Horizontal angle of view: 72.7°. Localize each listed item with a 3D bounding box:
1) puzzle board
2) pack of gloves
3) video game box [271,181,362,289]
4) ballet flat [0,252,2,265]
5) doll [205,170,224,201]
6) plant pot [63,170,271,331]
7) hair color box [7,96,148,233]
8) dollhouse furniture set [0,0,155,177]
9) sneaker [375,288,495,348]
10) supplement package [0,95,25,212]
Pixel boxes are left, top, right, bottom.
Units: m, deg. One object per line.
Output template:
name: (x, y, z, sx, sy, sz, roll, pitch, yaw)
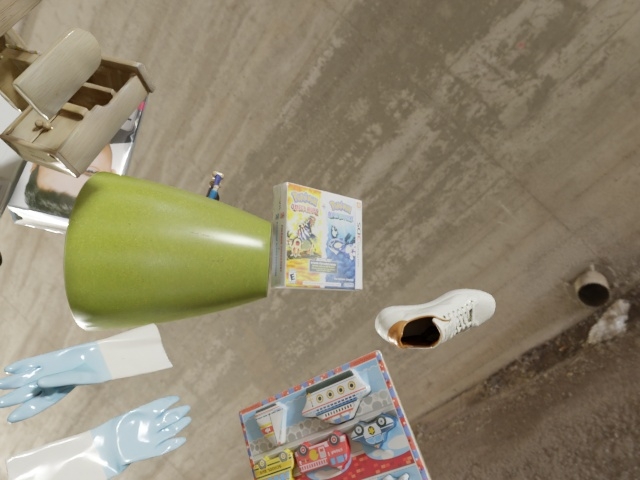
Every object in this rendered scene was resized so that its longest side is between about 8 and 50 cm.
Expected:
puzzle board: (0.003, 0.144, 0.295, 0.128, 0.097, 0.011, -30, -23, 20)
pack of gloves: (-0.290, 0.217, 0.585, 0.232, 0.195, 0.046, -11, -29, -48)
video game box: (0.000, 0.000, 0.832, 0.205, 0.187, 0.048, 8, -13, -43)
ballet flat: (-0.778, -0.007, 0.964, 0.057, 0.173, 0.049, -46, 27, -27)
doll: (-0.330, -0.124, 1.315, 0.189, 0.046, 0.129, -91, 21, -48)
plant pot: (-0.236, 0.027, 0.771, 0.275, 0.292, 0.275, -176, 90, -85)
hair color box: (-0.522, -0.201, 0.972, 0.113, 0.185, 0.375, -33, 47, 57)
dollhouse furniture set: (-0.316, -0.213, 0.463, 0.242, 0.211, 0.161, 75, -142, -59)
sneaker: (0.275, 0.186, 0.952, 0.289, 0.106, 0.123, -11, 16, -14)
supplement package: (-0.535, -0.117, 0.651, 0.204, 0.145, 0.262, -48, 38, 25)
